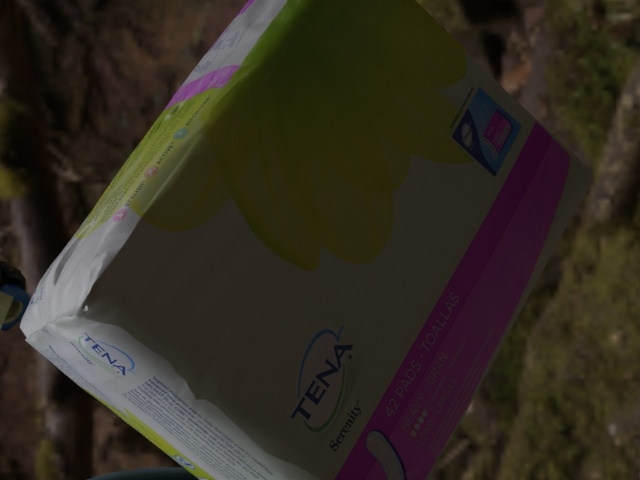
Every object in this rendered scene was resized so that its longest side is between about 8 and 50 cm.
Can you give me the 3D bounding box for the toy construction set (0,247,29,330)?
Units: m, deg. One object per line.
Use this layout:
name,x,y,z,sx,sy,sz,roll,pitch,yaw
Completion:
toy construction set,-0.294,0.086,0.936,0.151,0.328,0.215,51,-151,16

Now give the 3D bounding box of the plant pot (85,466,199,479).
plant pot,-0.089,0.407,1.220,0.341,0.341,0.334,-56,-22,-77

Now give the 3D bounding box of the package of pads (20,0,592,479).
package of pads,0.000,0.000,0.843,0.101,0.229,0.296,-22,31,56
